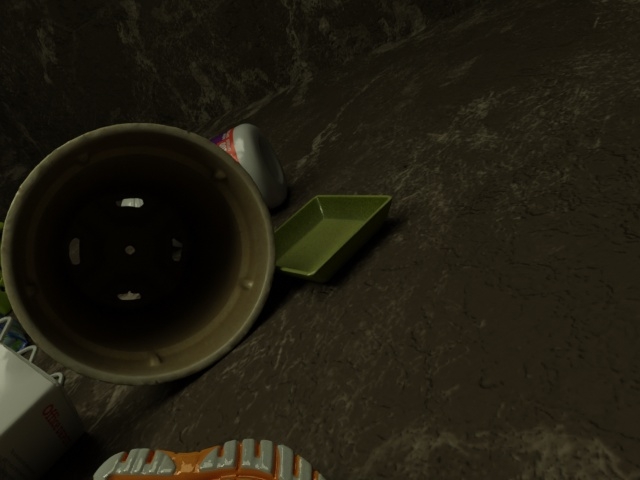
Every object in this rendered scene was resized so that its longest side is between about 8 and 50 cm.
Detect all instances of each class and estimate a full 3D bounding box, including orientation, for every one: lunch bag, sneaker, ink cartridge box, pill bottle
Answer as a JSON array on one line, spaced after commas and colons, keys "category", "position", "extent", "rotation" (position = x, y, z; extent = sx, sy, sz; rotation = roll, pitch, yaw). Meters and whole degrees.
[{"category": "lunch bag", "position": [-0.688, 0.224, 1.055], "extent": [0.151, 0.096, 0.129], "rotation": [-52, 34, -14]}, {"category": "sneaker", "position": [-0.087, 0.226, 0.445], "extent": [0.215, 0.083, 0.084], "rotation": [-1, 38, 15]}, {"category": "ink cartridge box", "position": [-0.402, 0.256, 0.582], "extent": [0.100, 0.172, 0.237], "rotation": [32, 53, 12]}, {"category": "pill bottle", "position": [-0.243, -0.100, 1.086], "extent": [0.323, 0.181, 0.181], "rotation": [-23, 26, 13]}]

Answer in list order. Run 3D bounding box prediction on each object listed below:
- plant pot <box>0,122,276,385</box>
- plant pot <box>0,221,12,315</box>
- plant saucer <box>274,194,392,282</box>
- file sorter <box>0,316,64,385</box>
[{"category": "plant pot", "position": [-0.276, 0.018, 0.797], "extent": [0.334, 0.333, 0.305], "rotation": [-39, 15, -21]}, {"category": "plant pot", "position": [-0.925, 0.089, 1.410], "extent": [0.227, 0.207, 0.228], "rotation": [-21, 25, 18]}, {"category": "plant saucer", "position": [0.000, 0.000, 0.808], "extent": [0.188, 0.045, 0.188], "rotation": [-43, 28, -27]}, {"category": "file sorter", "position": [-0.539, 0.185, 0.752], "extent": [0.173, 0.277, 0.193], "rotation": [-30, 25, -5]}]
